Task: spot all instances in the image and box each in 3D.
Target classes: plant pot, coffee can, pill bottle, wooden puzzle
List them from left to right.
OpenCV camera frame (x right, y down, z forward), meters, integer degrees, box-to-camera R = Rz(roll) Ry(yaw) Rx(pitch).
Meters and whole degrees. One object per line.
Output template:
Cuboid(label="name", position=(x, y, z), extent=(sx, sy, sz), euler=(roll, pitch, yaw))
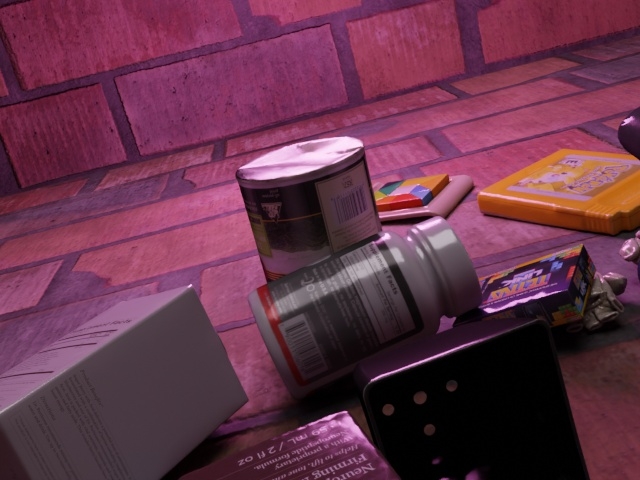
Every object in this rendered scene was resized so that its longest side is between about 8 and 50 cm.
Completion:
Cuboid(label="coffee can", position=(0.000, 0.000, 1.190), extent=(0.202, 0.275, 0.201), euler=(-13, 19, 4))
Cuboid(label="pill bottle", position=(0.060, 0.085, 1.034), extent=(0.283, 0.161, 0.161), euler=(-25, 20, -4))
Cuboid(label="wooden puzzle", position=(0.188, -0.097, 1.668), extent=(0.239, 0.044, 0.221), euler=(-1, 23, 32))
Cuboid(label="plant pot", position=(0.131, 0.180, 0.775), extent=(0.188, 0.187, 0.167), euler=(-18, 8, -10))

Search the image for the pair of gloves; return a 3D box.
Cuboid(label="pair of gloves", position=(0.427, 0.043, 1.077), extent=(0.240, 0.042, 0.204), euler=(-21, 18, 15))

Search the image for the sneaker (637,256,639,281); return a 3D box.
Cuboid(label="sneaker", position=(0.431, 0.098, 0.835), extent=(0.131, 0.112, 0.319), euler=(-21, 28, -9))

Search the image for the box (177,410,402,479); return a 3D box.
Cuboid(label="box", position=(0.001, 0.274, 0.602), extent=(0.168, 0.167, 0.203), euler=(-19, 20, -14))

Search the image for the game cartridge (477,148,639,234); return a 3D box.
Cuboid(label="game cartridge", position=(0.512, -0.102, 1.451), extent=(0.285, 0.052, 0.324), euler=(-26, 22, -30))

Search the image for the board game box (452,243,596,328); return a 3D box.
Cuboid(label="board game box", position=(0.281, 0.077, 1.052), extent=(0.170, 0.048, 0.141), euler=(-23, 11, 33))

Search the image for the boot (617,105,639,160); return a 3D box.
Cuboid(label="boot", position=(0.435, -0.049, 0.810), extent=(0.367, 0.146, 0.445), euler=(7, 34, -10))

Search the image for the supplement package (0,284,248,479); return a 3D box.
Cuboid(label="supplement package", position=(-0.266, 0.205, 0.928), extent=(0.175, 0.177, 0.293), euler=(-14, 14, 42))
